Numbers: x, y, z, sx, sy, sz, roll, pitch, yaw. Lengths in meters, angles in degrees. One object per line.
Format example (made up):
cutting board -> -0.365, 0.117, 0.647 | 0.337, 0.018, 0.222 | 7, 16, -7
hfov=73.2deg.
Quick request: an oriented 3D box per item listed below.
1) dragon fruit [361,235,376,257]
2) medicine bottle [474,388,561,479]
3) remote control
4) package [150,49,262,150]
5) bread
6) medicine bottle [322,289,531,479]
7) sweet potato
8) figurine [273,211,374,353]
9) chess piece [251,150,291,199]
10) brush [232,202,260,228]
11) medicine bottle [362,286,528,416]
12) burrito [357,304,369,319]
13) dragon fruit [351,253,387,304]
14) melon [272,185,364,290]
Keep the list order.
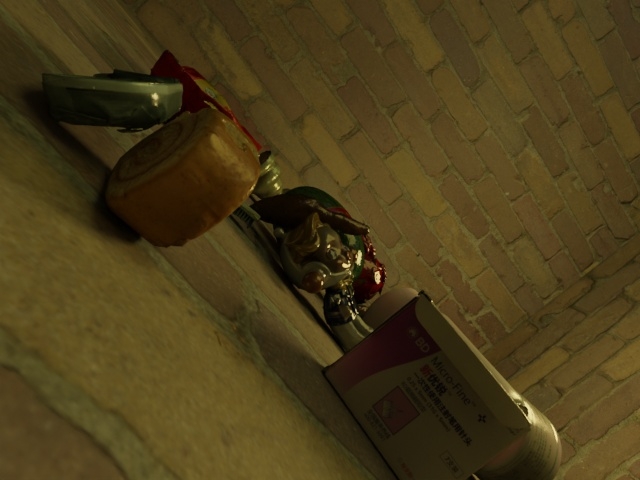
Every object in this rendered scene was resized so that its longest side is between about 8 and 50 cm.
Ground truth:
dragon fruit -> 0.036, 0.011, 1.216 | 0.218, 0.198, 0.273 | 41, -4, 32
medicine bottle -> 0.444, 0.492, 1.131 | 0.302, 0.241, 0.241 | 41, 5, -18
remote control -> -0.204, -0.152, 0.453 | 0.247, 0.104, 0.052 | -119, -148, -67
package -> -0.259, -0.280, 1.018 | 0.196, 0.123, 0.423 | 49, 3, -3
bread -> -0.112, -0.056, 0.368 | 0.073, 0.122, 0.149 | 54, 2, -32
medicine bottle -> 0.127, 0.193, 0.544 | 0.201, 0.171, 0.052 | 53, 5, 17
sweet potato -> -0.025, -0.055, 0.877 | 0.270, 0.074, 0.075 | 10, 7, -5
figurine -> 0.022, 0.082, 0.832 | 0.274, 0.133, 0.193 | 53, 32, -22
chess piece -> -0.132, -0.130, 1.273 | 0.243, 0.133, 0.133 | 55, 1, -25
brush -> -0.181, -0.089, 0.769 | 0.179, 0.030, 0.033 | 41, 19, -6
medicine bottle -> 0.262, 0.296, 1.006 | 0.213, 0.214, 0.378 | 49, 4, -43
burrito -> 0.119, 0.218, 1.248 | 0.096, 0.066, 0.309 | 40, -2, 24
dragon fruit -> 0.086, 0.093, 1.090 | 0.166, 0.136, 0.133 | 14, 22, 0
melon -> 0.000, 0.000, 0.995 | 0.287, 0.182, 0.182 | 54, 3, 20
